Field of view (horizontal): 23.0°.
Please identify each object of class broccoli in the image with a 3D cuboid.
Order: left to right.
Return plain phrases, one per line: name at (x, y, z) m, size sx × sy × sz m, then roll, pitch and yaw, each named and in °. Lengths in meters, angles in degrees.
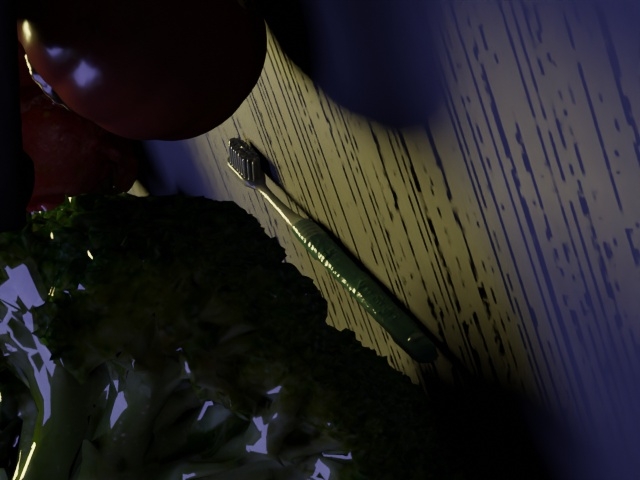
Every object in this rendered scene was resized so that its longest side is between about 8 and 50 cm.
broccoli at (-0.065, 0.137, 0.559) m, size 0.321 × 0.283 × 0.304 m, roll 44°, pitch 143°, yaw 3°

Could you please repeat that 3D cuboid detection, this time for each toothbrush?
toothbrush at (0.000, 0.000, 0.617) m, size 0.167 × 0.011 × 0.014 m, roll 46°, pitch 150°, yaw 49°

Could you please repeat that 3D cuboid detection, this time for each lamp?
lamp at (-0.064, -0.082, 0.556) m, size 0.101 × 0.090 × 0.101 m, roll 38°, pitch -148°, yaw -29°

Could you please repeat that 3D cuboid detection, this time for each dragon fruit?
dragon fruit at (-0.176, -0.076, 0.869) m, size 0.133 × 0.150 × 0.207 m, roll 16°, pitch 130°, yaw 30°

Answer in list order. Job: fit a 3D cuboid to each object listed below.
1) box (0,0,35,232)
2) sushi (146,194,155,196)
box at (-0.137, -0.183, 0.497) m, size 0.211 × 0.058 × 0.350 m, roll 100°, pitch 160°, yaw -44°
sushi at (-0.100, 0.039, 0.855) m, size 0.090 × 0.078 × 0.150 m, roll 52°, pitch 159°, yaw 13°
